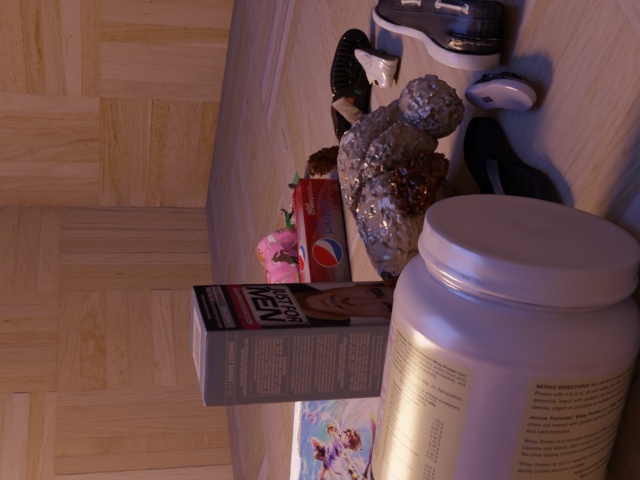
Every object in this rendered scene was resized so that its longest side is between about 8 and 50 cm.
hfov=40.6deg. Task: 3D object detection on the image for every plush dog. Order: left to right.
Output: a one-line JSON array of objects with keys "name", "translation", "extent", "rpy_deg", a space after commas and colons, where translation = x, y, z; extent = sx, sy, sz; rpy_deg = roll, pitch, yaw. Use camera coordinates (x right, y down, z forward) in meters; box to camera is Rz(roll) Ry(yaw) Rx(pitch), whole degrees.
[{"name": "plush dog", "translation": [0.097, -0.061, 1.155], "extent": [0.225, 0.210, 0.262], "rpy_deg": [-101, 6, -47]}]

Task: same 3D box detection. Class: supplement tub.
[{"name": "supplement tub", "translation": [0.179, 0.139, 0.858], "extent": [0.235, 0.235, 0.325], "rpy_deg": [-121, 34, -64]}]

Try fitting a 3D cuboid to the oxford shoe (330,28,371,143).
[{"name": "oxford shoe", "translation": [0.051, -0.295, 1.677], "extent": [0.096, 0.082, 0.227], "rpy_deg": [-120, 34, -71]}]

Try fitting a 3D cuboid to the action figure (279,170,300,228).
[{"name": "action figure", "translation": [-0.069, -0.048, 2.192], "extent": [0.232, 0.063, 0.137], "rpy_deg": [103, 158, -51]}]

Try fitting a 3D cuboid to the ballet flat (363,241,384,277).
[{"name": "ballet flat", "translation": [0.117, -0.040, 1.423], "extent": [0.106, 0.107, 0.316], "rpy_deg": [76, -173, -51]}]

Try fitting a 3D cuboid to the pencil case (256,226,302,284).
[{"name": "pencil case", "translation": [-0.049, 0.155, 1.918], "extent": [0.167, 0.160, 0.386], "rpy_deg": [-26, 53, 23]}]

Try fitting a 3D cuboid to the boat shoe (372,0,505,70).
[{"name": "boat shoe", "translation": [0.164, -0.318, 1.196], "extent": [0.302, 0.114, 0.091], "rpy_deg": [-133, 43, -53]}]

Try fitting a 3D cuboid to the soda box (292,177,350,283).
[{"name": "soda box", "translation": [0.000, 0.000, 1.845], "extent": [0.083, 0.092, 0.263], "rpy_deg": [117, 150, -62]}]

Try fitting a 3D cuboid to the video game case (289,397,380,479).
[{"name": "video game case", "translation": [0.073, 0.320, 1.318], "extent": [0.061, 0.244, 0.270], "rpy_deg": [-20, -63, -58]}]

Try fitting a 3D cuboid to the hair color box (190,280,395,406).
[{"name": "hair color box", "translation": [0.012, 0.138, 1.228], "extent": [0.185, 0.374, 0.114], "rpy_deg": [-130, 42, -68]}]

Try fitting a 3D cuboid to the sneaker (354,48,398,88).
[{"name": "sneaker", "translation": [0.096, -0.312, 1.557], "extent": [0.152, 0.053, 0.061], "rpy_deg": [-123, 33, -64]}]

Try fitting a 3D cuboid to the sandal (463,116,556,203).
[{"name": "sandal", "translation": [0.218, -0.067, 1.070], "extent": [0.254, 0.054, 0.097], "rpy_deg": [-111, 26, -55]}]

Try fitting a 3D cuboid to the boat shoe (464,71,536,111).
[{"name": "boat shoe", "translation": [0.225, -0.189, 1.068], "extent": [0.040, 0.049, 0.142], "rpy_deg": [-52, 20, -5]}]
